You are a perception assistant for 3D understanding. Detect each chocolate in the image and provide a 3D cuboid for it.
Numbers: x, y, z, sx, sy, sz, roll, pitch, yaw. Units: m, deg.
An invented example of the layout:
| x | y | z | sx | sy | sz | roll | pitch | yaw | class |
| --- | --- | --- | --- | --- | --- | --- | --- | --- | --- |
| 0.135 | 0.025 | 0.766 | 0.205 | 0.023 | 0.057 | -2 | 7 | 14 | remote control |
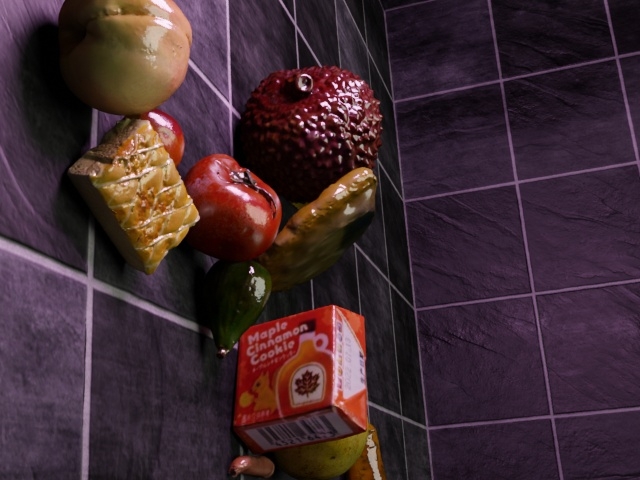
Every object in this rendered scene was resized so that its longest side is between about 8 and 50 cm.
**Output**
| x | y | z | sx | sy | sz | roll | pitch | yaw | class |
| --- | --- | --- | --- | --- | --- | --- | --- | --- | --- |
| -0.042 | 0.245 | 1.471 | 0.108 | 0.237 | 0.234 | 45 | 36 | -44 | chocolate |

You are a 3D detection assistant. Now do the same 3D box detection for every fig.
| x | y | z | sx | sy | sz | roll | pitch | yaw | class |
| --- | --- | --- | --- | --- | --- | --- | --- | --- | --- |
| -0.153 | 0.117 | 1.389 | 0.117 | 0.117 | 0.177 | 49 | 52 | -63 | fig |

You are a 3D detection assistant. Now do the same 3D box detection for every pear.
| x | y | z | sx | sy | sz | roll | pitch | yaw | class |
| --- | --- | --- | --- | --- | --- | --- | --- | --- | --- |
| -0.005 | 0.380 | 1.600 | 0.197 | 0.197 | 0.197 | -9 | 90 | -75 | pear |

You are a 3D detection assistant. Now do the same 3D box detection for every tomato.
| x | y | z | sx | sy | sz | roll | pitch | yaw | class |
| --- | --- | --- | --- | --- | --- | --- | --- | --- | --- |
| -0.154 | -0.050 | 1.356 | 0.151 | 0.187 | 0.187 | -63 | 180 | 25 | tomato |

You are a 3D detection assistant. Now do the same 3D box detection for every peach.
| x | y | z | sx | sy | sz | roll | pitch | yaw | class |
| --- | --- | --- | --- | --- | --- | --- | --- | --- | --- |
| -0.247 | -0.147 | 1.192 | 0.101 | 0.101 | 0.100 | -9 | 90 | -75 | peach |
| -0.258 | -0.256 | 1.082 | 0.184 | 0.184 | 0.184 | -9 | 90 | -75 | peach |

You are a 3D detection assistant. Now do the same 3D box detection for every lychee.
| x | y | z | sx | sy | sz | roll | pitch | yaw | class |
| --- | --- | --- | --- | --- | --- | --- | --- | --- | --- |
| -0.019 | -0.217 | 1.689 | 0.330 | 0.306 | 0.306 | 75 | 15 | -47 | lychee |

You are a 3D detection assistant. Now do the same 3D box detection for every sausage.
| x | y | z | sx | sy | sz | roll | pitch | yaw | class |
| --- | --- | --- | --- | --- | --- | --- | --- | --- | --- |
| -0.120 | 0.403 | 1.452 | 0.158 | 0.036 | 0.042 | 40 | 52 | -66 | sausage |

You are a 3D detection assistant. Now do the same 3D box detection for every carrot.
| x | y | z | sx | sy | sz | roll | pitch | yaw | class |
| --- | --- | --- | --- | --- | --- | --- | --- | --- | --- |
| 0.115 | 0.602 | 2.064 | 0.114 | 0.114 | 0.301 | 10 | 71 | -74 | carrot |

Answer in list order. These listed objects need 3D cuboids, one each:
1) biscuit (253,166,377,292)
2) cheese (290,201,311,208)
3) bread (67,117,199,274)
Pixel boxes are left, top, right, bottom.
| x | y | z | sx | sy | sz | roll | pitch | yaw | class |
| --- | --- | --- | --- | --- | --- | --- | --- | --- | --- |
| 0.000 | 0.000 | 1.670 | 0.078 | 0.329 | 0.335 | 50 | 0 | 15 | biscuit |
| -0.044 | -0.145 | 1.943 | 0.171 | 0.093 | 0.126 | -5 | 86 | -74 | cheese |
| -0.248 | -0.061 | 1.119 | 0.125 | 0.068 | 0.188 | -54 | 141 | -31 | bread |
